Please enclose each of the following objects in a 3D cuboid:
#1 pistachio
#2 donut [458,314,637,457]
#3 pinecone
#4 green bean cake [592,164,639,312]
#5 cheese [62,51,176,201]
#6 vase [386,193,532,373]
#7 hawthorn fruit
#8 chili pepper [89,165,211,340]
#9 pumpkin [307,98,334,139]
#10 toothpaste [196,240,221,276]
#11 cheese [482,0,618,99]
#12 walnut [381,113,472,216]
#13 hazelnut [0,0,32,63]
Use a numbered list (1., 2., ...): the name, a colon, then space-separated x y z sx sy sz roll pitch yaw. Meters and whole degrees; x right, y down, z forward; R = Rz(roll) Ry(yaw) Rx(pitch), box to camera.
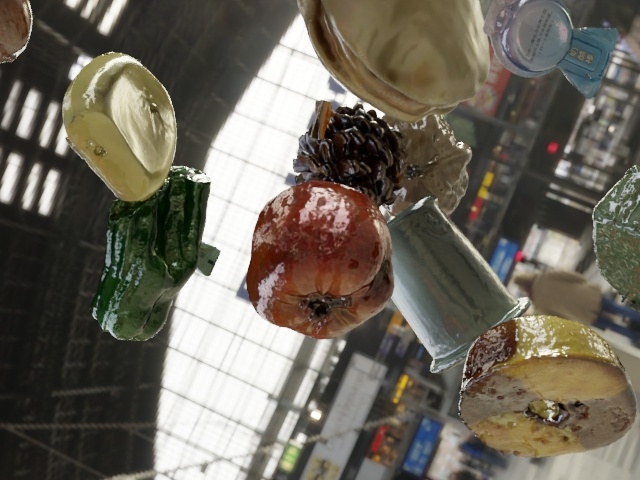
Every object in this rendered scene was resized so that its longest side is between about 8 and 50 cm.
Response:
1. pistachio: 0.113 -0.401 1.667 0.281 0.445 0.365 -22 22 48
2. donut: 0.213 0.139 0.953 0.184 0.166 0.073 40 -145 -36
3. pinecone: 0.046 -0.141 1.822 0.221 0.221 0.221 -61 -14 -26
4. green bean cake: 0.486 0.025 1.327 0.125 0.227 0.222 -44 -36 -17
5. cheese: -0.370 -0.236 1.908 0.316 0.128 0.259 -88 -24 -54
6. vase: 0.226 0.072 1.916 0.245 0.291 0.245 -36 -3 -2
7. hawthorn fruit: 0.000 0.000 1.333 0.207 0.207 0.243 100 168 -45
8. chili pepper: -0.340 0.029 2.054 0.385 0.167 0.213 -68 -18 5
9. pumpkin: 0.003 -0.203 1.705 0.101 0.035 0.073 -120 46 -77
10. toothpaste: -0.327 -0.001 2.210 0.067 0.255 0.037 -63 -26 1
11. cheese: 0.353 -0.309 1.542 0.052 0.244 0.135 38 109 61
12. walnut: 0.203 -0.160 2.128 0.227 0.273 0.273 -42 -7 13
13. hazelnut: -0.508 -0.338 1.530 0.143 0.154 0.143 14 -108 -48
